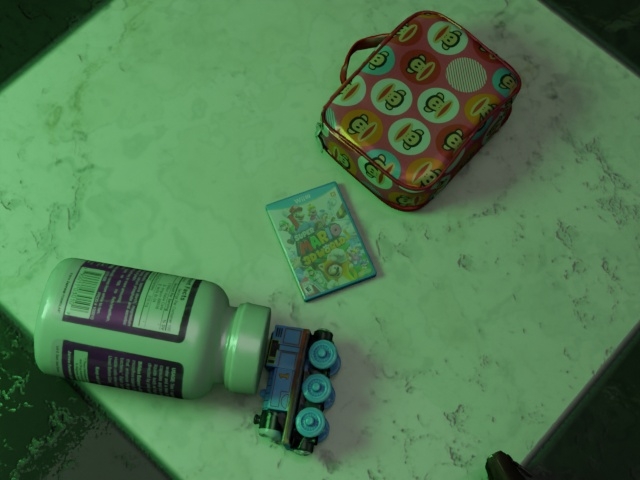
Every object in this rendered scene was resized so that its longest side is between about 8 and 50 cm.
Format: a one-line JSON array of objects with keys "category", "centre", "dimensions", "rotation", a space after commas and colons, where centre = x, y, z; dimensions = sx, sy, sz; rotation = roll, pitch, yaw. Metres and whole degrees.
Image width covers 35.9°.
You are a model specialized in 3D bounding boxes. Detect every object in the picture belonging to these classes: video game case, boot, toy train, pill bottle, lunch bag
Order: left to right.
[{"category": "pill bottle", "centre": [-0.226, 0.129, 1.376], "dimensions": [0.302, 0.169, 0.169], "rotation": [10, 69, 1]}, {"category": "toy train", "centre": [-0.033, 0.210, 1.407], "dimensions": [0.105, 0.080, 0.184], "rotation": [8, 71, 10]}, {"category": "video game case", "centre": [0.000, 0.000, 1.518], "dimensions": [0.119, 0.015, 0.166], "rotation": [-20, 71, -10]}, {"category": "lunch bag", "centre": [0.139, -0.216, 1.552], "dimensions": [0.258, 0.120, 0.293], "rotation": [41, 73, 12]}, {"category": "boot", "centre": [0.264, 0.372, 1.272], "dimensions": [0.090, 0.248, 0.206], "rotation": [-28, 70, 2]}]
